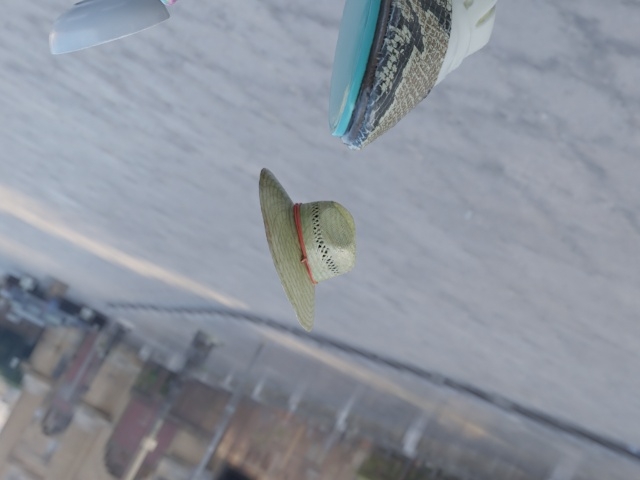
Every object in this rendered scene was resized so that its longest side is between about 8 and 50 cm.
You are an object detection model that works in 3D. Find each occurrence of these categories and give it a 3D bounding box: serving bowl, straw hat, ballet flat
[{"bbox_3d":[-0.145,-0.150,0.953,0.083,0.083,0.027,14,124,63],"label":"serving bowl"},{"bbox_3d":[0.000,0.000,1.195,0.061,0.144,0.144,-15,161,10],"label":"straw hat"},{"bbox_3d":[0.090,-0.285,1.456,0.182,0.482,0.164,8,140,-16],"label":"ballet flat"}]

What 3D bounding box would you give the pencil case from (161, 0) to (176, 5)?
[{"bbox_3d":[-0.197,-0.307,1.161,0.284,0.124,0.124,34,173,0],"label":"pencil case"}]
